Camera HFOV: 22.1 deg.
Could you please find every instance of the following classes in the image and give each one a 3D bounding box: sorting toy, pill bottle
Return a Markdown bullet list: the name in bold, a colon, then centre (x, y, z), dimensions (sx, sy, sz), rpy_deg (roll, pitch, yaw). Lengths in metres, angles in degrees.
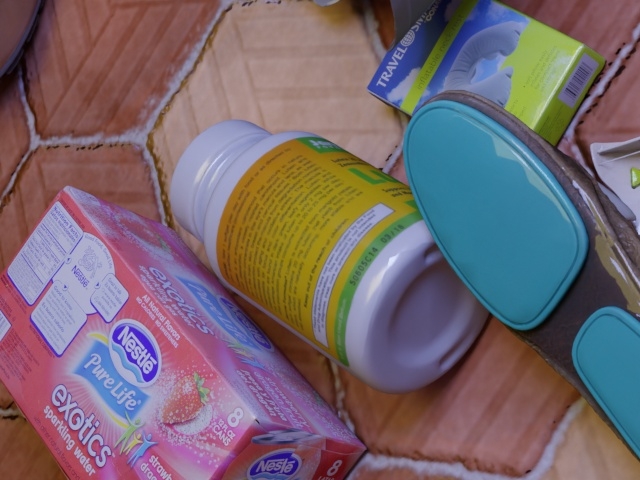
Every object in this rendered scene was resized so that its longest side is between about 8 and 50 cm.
- **sorting toy**: centre (0.234, -0.040, 1.110), dimensions (0.083, 0.045, 0.075), rpy_deg (-18, 74, 40)
- **pill bottle**: centre (0.000, 0.000, 1.216), dimensions (0.246, 0.136, 0.136), rpy_deg (32, 97, 40)

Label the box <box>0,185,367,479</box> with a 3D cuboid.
- **box**: centre (-0.126, 0.112, 1.276), dimensions (0.154, 0.142, 0.300), rpy_deg (-54, 51, 11)

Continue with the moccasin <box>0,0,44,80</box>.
- **moccasin**: centre (-0.336, -0.320, 1.579), dimensions (0.139, 0.147, 0.380), rpy_deg (-1, 75, 38)

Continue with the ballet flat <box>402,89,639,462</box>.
- **ballet flat**: centre (0.189, 0.033, 1.060), dimensions (0.342, 0.124, 0.116), rpy_deg (48, 124, 26)

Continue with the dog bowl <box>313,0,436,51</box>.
- **dog bowl**: centre (-0.009, -0.304, 1.169), dimensions (0.102, 0.349, 0.349), rpy_deg (-36, 53, -5)

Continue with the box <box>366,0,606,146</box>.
- **box**: centre (0.114, -0.128, 1.230), dimensions (0.178, 0.042, 0.109), rpy_deg (34, 96, 40)
